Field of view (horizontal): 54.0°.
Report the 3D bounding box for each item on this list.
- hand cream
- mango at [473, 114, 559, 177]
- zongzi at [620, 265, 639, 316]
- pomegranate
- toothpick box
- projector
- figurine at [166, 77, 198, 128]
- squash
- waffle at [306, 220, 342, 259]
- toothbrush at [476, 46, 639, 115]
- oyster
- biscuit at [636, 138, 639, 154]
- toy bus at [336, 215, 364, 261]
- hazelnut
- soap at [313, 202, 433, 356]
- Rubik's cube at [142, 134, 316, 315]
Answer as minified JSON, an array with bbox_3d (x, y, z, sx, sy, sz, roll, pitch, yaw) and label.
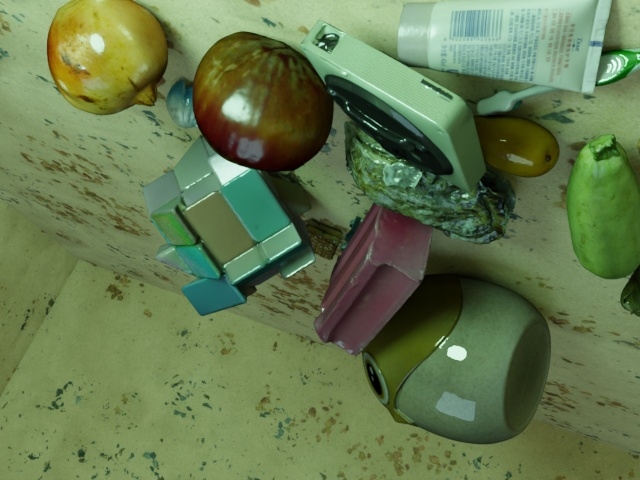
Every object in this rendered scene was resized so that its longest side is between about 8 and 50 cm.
[{"bbox_3d":[0.225,-0.256,0.789,0.248,0.083,0.133,11,140,17],"label":"hand cream"},{"bbox_3d":[0.277,-0.154,0.968,0.184,0.084,0.102,29,-163,37],"label":"mango"},{"bbox_3d":[0.597,0.061,1.171,0.204,0.094,0.205,38,160,-9],"label":"zongzi"},{"bbox_3d":[-0.366,-0.319,1.082,0.209,0.209,0.209,20,160,8],"label":"pomegranate"},{"bbox_3d":[0.315,0.288,1.575,0.426,0.408,0.409,11,157,39],"label":"toothpick box"},{"bbox_3d":[0.110,-0.181,0.918,0.257,0.079,0.259,38,-179,24],"label":"projector"},{"bbox_3d":[-0.272,-0.280,1.279,0.114,0.079,0.114,23,128,34],"label":"figurine"},{"bbox_3d":[0.449,-0.052,1.001,0.119,0.118,0.370,9,154,35],"label":"squash"},{"bbox_3d":[0.001,0.000,1.717,0.103,0.042,0.148,24,160,2],"label":"waffle"},{"bbox_3d":[0.361,-0.216,0.778,0.040,0.042,0.418,-12,-179,-34],"label":"toothbrush"},{"bbox_3d":[0.186,-0.112,1.125,0.351,0.158,0.162,30,118,3],"label":"oyster"},{"bbox_3d":[0.514,-0.138,0.837,0.134,0.027,0.184,29,159,-13],"label":"biscuit"},{"bbox_3d":[0.105,0.022,1.595,0.103,0.091,0.182,20,157,3],"label":"toy bus"},{"bbox_3d":[-0.102,-0.231,1.036,0.251,0.217,0.217,41,168,24],"label":"hazelnut"},{"bbox_3d":[0.109,0.069,1.361,0.128,0.232,0.359,23,141,-5],"label":"soap"},{"bbox_3d":[-0.206,-0.038,1.445,0.387,0.358,0.368,51,-172,-51],"label":"Rubik's cube"}]
